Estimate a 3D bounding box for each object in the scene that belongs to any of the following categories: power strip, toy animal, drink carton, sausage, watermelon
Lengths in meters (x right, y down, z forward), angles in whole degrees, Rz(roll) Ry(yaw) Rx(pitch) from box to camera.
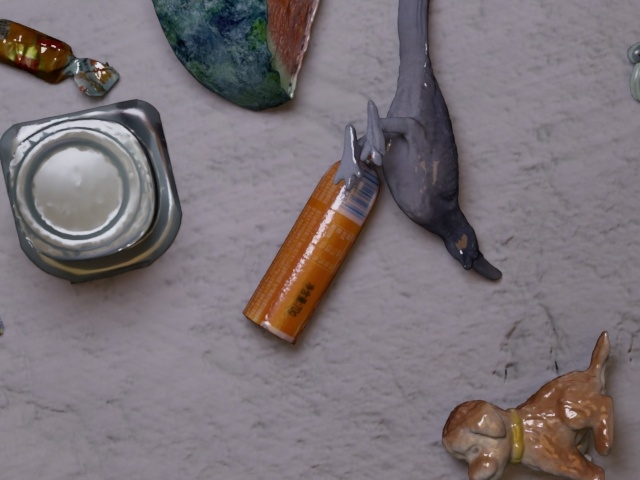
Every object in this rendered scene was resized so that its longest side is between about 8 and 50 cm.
[{"bbox_3d":[0.377,-0.191,1.514,0.055,0.035,0.083,-28,107,-4],"label":"power strip"},{"bbox_3d":[0.094,-0.111,1.428,0.206,0.081,0.367,-19,96,-49],"label":"toy animal"},{"bbox_3d":[-0.238,-0.051,1.382,0.185,0.189,0.191,-11,93,-10],"label":"drink carton"},{"bbox_3d":[0.000,0.000,1.459,0.071,0.071,0.234,31,89,-5],"label":"sausage"},{"bbox_3d":[-0.056,-0.295,1.398,0.226,0.148,0.318,-30,115,-39],"label":"watermelon"},{"bbox_3d":[0.231,0.185,1.473,0.185,0.104,0.183,5,92,0],"label":"toy animal"}]

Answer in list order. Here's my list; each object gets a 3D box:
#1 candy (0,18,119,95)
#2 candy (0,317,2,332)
[{"bbox_3d":[-0.311,-0.207,1.437,0.182,0.046,0.053,24,87,-3],"label":"candy"},{"bbox_3d":[-0.393,0.095,1.450,0.083,0.020,0.030,-5,92,-3],"label":"candy"}]
